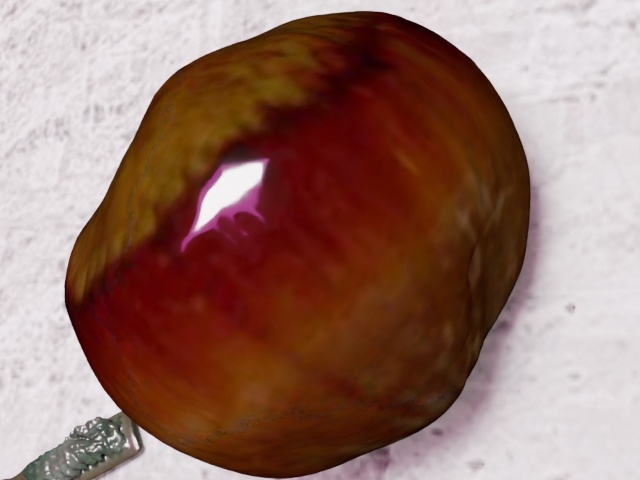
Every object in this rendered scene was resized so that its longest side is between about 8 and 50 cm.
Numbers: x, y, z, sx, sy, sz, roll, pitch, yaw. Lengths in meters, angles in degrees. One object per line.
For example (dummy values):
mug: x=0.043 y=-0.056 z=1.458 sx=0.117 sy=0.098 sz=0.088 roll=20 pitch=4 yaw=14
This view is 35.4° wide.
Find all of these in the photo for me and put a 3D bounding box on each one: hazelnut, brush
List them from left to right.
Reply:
brush: x=-0.198 y=0.164 z=0.649 sx=0.190 sy=0.027 sz=0.034 roll=-31 pitch=63 yaw=17
hazelnut: x=0.000 y=0.000 z=0.506 sx=0.217 sy=0.217 sz=0.251 roll=28 pitch=65 yaw=30
